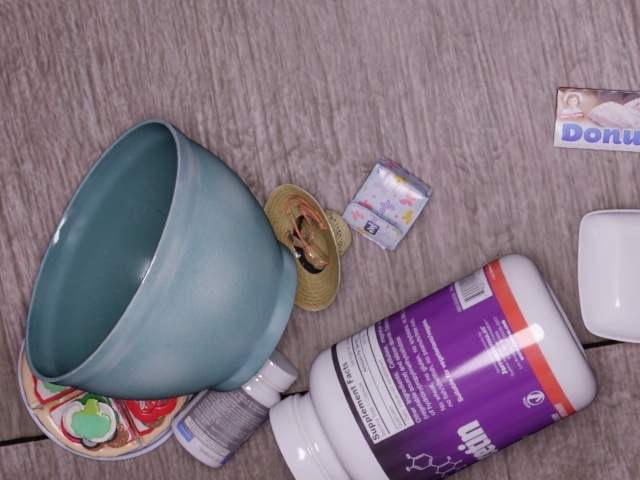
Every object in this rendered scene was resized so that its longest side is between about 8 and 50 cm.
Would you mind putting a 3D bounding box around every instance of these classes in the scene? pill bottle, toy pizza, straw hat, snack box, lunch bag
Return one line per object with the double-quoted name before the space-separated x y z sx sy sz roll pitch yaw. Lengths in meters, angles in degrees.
"pill bottle" 0.116 0.158 1.810 0.323 0.181 0.181 -28 96 8
"toy pizza" -0.241 0.151 1.911 0.201 0.032 0.201 1 99 4
"pill bottle" -0.093 0.177 1.881 0.078 0.078 0.137 43 100 -3
"straw hat" 0.000 0.000 1.852 0.061 0.144 0.144 -21 99 -36
"snack box" 0.340 -0.127 1.829 0.178 0.022 0.064 4 100 3
"lunch bag" 0.071 -0.036 1.849 0.071 0.053 0.083 35 112 0

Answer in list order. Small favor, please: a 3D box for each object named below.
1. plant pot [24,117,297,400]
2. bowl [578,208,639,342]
"plant pot" -0.149 0.045 1.784 0.196 0.293 0.293 26 101 -27
"bowl" 0.346 0.036 1.815 0.142 0.053 0.142 3 97 43
